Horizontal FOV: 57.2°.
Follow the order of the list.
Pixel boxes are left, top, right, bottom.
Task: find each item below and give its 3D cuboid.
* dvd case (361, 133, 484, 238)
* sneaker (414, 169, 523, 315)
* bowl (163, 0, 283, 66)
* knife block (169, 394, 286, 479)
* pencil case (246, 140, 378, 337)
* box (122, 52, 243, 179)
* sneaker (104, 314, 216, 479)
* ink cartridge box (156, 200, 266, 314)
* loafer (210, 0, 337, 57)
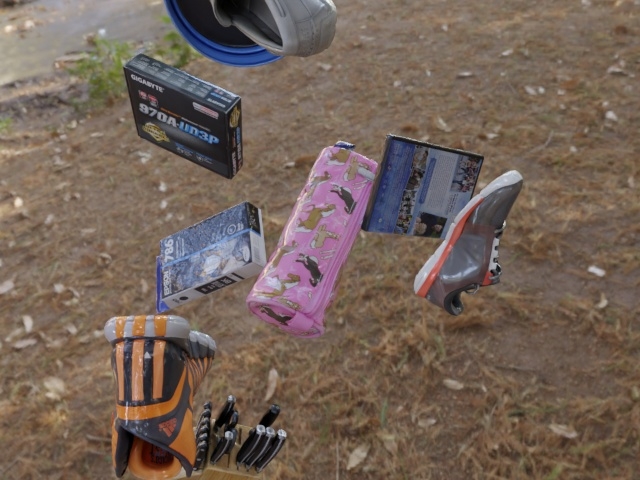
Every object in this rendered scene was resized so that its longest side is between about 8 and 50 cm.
[{"bbox_3d":[0.200,-0.095,1.121,0.253,0.180,0.022,5,16,-35],"label":"dvd case"},{"bbox_3d":[0.151,0.007,0.549,0.065,0.158,0.061,41,36,20],"label":"sneaker"},{"bbox_3d":[-0.176,-0.605,1.359,0.391,0.391,0.077,-19,38,-12],"label":"bowl"},{"bbox_3d":[-0.137,0.369,0.978,0.242,0.275,0.088,-16,41,12],"label":"knife block"},{"bbox_3d":[0.000,0.000,1.129,0.160,0.167,0.386,23,66,6],"label":"pencil case"},{"bbox_3d":[-0.247,-0.225,1.083,0.220,0.175,0.051,26,56,12],"label":"box"},{"bbox_3d":[-0.204,0.204,0.740,0.125,0.321,0.180,-3,75,-1],"label":"sneaker"},{"bbox_3d":[-0.281,0.045,1.369,0.333,0.065,0.165,-24,59,23],"label":"ink cartridge box"},{"bbox_3d":[-0.116,-0.364,0.840,0.319,0.112,0.111,40,52,25],"label":"loafer"}]
